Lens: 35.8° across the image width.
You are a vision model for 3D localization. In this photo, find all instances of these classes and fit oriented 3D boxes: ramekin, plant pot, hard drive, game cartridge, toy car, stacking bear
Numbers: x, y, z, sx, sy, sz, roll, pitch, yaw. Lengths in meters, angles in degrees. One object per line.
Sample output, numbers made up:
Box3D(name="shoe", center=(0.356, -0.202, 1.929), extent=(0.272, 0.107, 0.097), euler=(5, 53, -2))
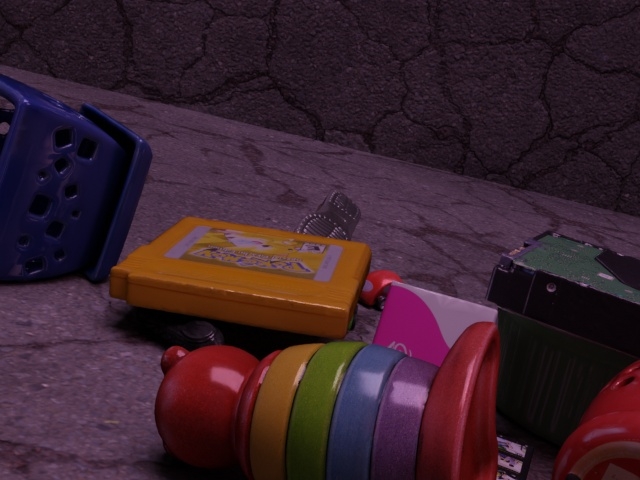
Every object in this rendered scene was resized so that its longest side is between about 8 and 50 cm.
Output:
Box3D(name="ramekin", center=(0.350, 0.154, 1.223), extent=(0.303, 0.148, 0.303), euler=(13, 14, -3))
Box3D(name="plant pot", center=(0.311, 0.214, 0.891), extent=(0.191, 0.191, 0.174), euler=(22, 26, 31))
Box3D(name="hard drive", center=(0.375, 0.080, 1.094), extent=(0.339, 0.064, 0.237), euler=(20, 15, 22))
Box3D(name="game cartridge", center=(-0.087, 0.038, 1.270), extent=(0.285, 0.052, 0.323), euler=(9, 12, 5))
Box3D(name="toy car", center=(0.030, 0.071, 1.436), extent=(0.239, 0.053, 0.225), euler=(13, 14, 0))
Box3D(name="stacking bear", center=(-0.006, 0.156, 0.851), extent=(0.289, 0.175, 0.164), euler=(5, 21, 21))
Box3D(name="plant pot", center=(-0.368, -0.080, 1.308), extent=(0.212, 0.236, 0.236), euler=(11, 13, -39))

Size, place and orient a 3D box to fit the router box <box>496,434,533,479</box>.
Box3D(name="router box", center=(0.111, 0.215, 0.968), extent=(0.179, 0.046, 0.133), euler=(17, 15, 14))

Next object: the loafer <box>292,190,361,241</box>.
Box3D(name="loafer", center=(0.000, 0.000, 1.663), extent=(0.094, 0.087, 0.251), euler=(41, 28, 1))

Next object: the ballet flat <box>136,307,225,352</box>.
Box3D(name="ballet flat", center=(-0.169, 0.106, 1.166), extent=(0.057, 0.049, 0.173), euler=(-27, 29, -26))

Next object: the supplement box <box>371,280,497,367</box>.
Box3D(name="supplement box", center=(0.123, 0.124, 1.054), extent=(0.114, 0.111, 0.220), euler=(17, -9, 12))
